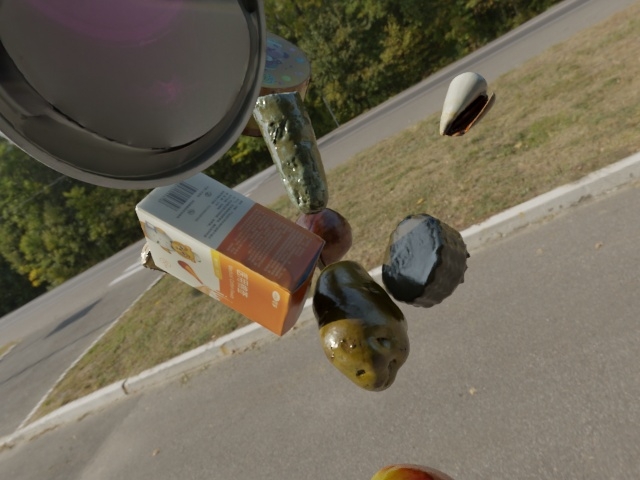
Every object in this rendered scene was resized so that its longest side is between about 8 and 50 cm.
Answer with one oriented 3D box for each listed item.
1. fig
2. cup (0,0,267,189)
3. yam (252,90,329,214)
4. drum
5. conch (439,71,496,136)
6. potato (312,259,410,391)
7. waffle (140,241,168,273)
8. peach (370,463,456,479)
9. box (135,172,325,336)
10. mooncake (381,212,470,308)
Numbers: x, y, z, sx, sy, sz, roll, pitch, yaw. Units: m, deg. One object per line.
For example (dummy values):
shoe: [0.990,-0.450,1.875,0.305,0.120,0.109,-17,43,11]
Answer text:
fig: [0.000,-0.002,1.243,0.205,0.205,0.205,-29,15,8]
cup: [-0.254,-0.215,0.407,0.371,0.253,0.253,24,50,35]
yam: [-0.067,-0.221,1.000,0.133,0.330,0.133,-19,0,0]
drum: [-0.257,-0.602,1.529,0.431,0.431,0.214,-44,-13,-40]
conch: [0.331,-0.311,0.929,0.176,0.104,0.094,-59,8,-31]
potato: [0.084,0.159,0.910,0.195,0.176,0.369,-13,30,-2]
waffle: [-0.462,-0.016,1.498,0.376,0.261,0.114,-48,35,26]
peach: [0.118,0.359,0.450,0.190,0.192,0.190,-43,-16,-15]
box: [-0.175,0.028,0.833,0.143,0.341,0.225,-56,-10,-33]
mooncake: [0.254,0.054,0.997,0.228,0.124,0.228,-41,40,47]
